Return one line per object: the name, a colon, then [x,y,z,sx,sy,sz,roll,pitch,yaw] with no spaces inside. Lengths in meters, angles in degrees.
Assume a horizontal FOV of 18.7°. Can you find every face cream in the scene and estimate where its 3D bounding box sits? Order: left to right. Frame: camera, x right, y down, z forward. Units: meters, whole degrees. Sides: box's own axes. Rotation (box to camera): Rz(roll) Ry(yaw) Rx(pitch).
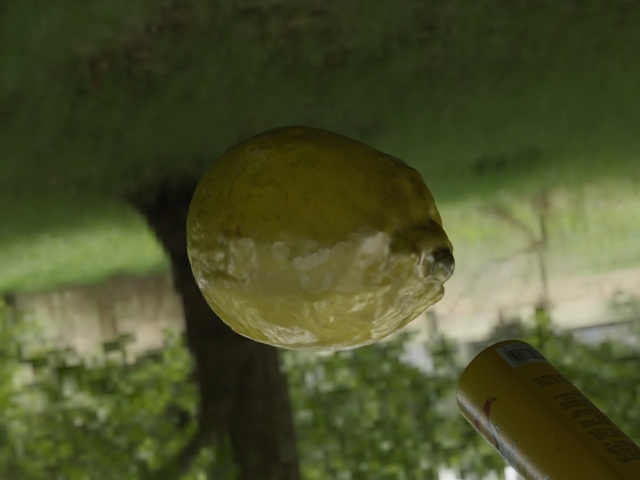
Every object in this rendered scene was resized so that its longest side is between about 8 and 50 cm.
face cream: [0.262,0.226,1.883,0.105,0.105,0.348,-6,-149,-28]

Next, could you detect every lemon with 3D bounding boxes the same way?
lemon: [-0.007,-0.002,2.261,0.285,0.285,0.316,-6,172,-29]
